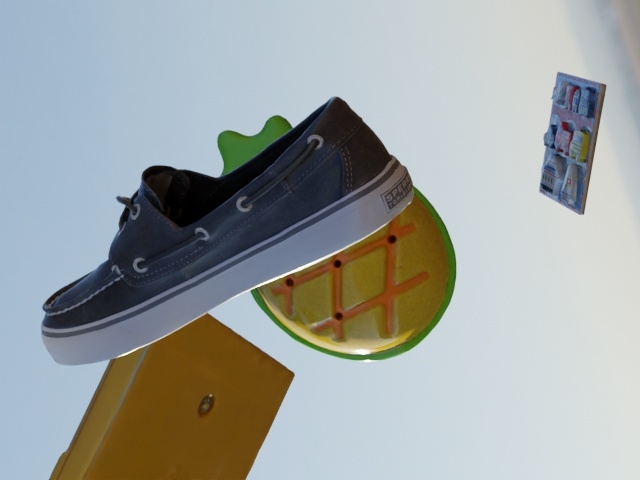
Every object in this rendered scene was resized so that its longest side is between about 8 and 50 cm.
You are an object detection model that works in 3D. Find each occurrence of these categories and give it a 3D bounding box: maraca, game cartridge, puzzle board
[{"bbox_3d":[0.000,0.000,1.166,0.185,0.127,0.099,34,-175,4],"label":"maraca"},{"bbox_3d":[-0.170,0.234,1.880,0.324,0.052,0.285,-63,-32,-9],"label":"game cartridge"},{"bbox_3d":[0.186,-0.075,1.357,0.128,0.011,0.096,-123,42,-79],"label":"puzzle board"}]

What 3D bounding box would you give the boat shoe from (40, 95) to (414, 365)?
[{"bbox_3d":[-0.064,-0.007,0.914,0.076,0.228,0.080,58,-147,-15],"label":"boat shoe"}]
